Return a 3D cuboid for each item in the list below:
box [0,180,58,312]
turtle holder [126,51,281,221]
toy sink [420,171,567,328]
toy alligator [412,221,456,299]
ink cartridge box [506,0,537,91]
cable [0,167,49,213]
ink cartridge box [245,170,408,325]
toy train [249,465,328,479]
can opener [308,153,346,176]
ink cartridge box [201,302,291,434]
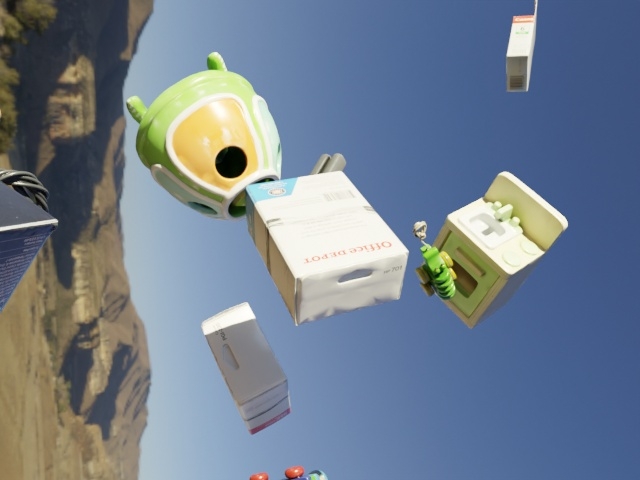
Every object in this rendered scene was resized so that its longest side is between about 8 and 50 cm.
[{"bbox_3d":[-0.563,0.016,0.647,0.312,0.343,0.179,-56,180,9],"label":"box"},{"bbox_3d":[-0.190,-0.141,1.002,0.227,0.243,0.320,52,-34,13],"label":"turtle holder"},{"bbox_3d":[0.299,0.020,1.006,0.153,0.131,0.234,47,-39,24],"label":"toy sink"},{"bbox_3d":[0.184,0.046,0.881,0.051,0.056,0.189,53,-6,43],"label":"toy alligator"},{"bbox_3d":[0.269,-0.262,0.745,0.063,0.029,0.115,63,39,-54],"label":"ink cartridge box"},{"bbox_3d":[-0.560,-0.038,0.972,0.047,0.151,0.184,27,-72,41],"label":"cable"},{"bbox_3d":[0.000,0.000,0.690,0.190,0.140,0.082,-122,-152,-45],"label":"ink cartridge box"},{"bbox_3d":[-0.112,0.573,1.255,0.143,0.248,0.105,30,46,-65],"label":"toy train"},{"bbox_3d":[-0.032,-0.118,1.326,0.076,0.283,0.095,4,-38,37],"label":"can opener"},{"bbox_3d":[-0.126,0.230,0.979,0.158,0.092,0.218,58,-15,26],"label":"ink cartridge box"}]
